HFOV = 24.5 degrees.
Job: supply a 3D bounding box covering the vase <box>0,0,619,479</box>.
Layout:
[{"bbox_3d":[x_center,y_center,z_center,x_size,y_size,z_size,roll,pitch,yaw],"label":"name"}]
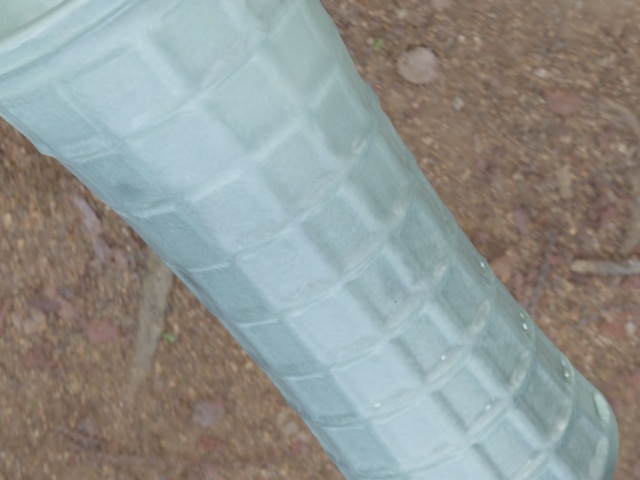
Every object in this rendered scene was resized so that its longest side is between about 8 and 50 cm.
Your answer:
[{"bbox_3d":[0.000,0.000,0.567,0.143,0.143,0.299,-38,117,-1],"label":"vase"}]
